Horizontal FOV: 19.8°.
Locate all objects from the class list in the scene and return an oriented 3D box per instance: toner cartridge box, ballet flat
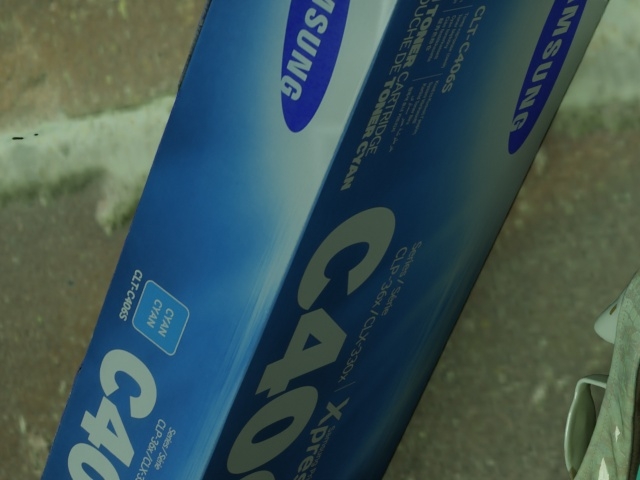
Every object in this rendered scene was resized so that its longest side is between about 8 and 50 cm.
[{"bbox_3d":[0.000,0.000,0.737,0.075,0.165,0.348,37,123,24],"label":"toner cartridge box"},{"bbox_3d":[0.125,0.055,0.726,0.052,0.057,0.168,32,120,39],"label":"ballet flat"}]
